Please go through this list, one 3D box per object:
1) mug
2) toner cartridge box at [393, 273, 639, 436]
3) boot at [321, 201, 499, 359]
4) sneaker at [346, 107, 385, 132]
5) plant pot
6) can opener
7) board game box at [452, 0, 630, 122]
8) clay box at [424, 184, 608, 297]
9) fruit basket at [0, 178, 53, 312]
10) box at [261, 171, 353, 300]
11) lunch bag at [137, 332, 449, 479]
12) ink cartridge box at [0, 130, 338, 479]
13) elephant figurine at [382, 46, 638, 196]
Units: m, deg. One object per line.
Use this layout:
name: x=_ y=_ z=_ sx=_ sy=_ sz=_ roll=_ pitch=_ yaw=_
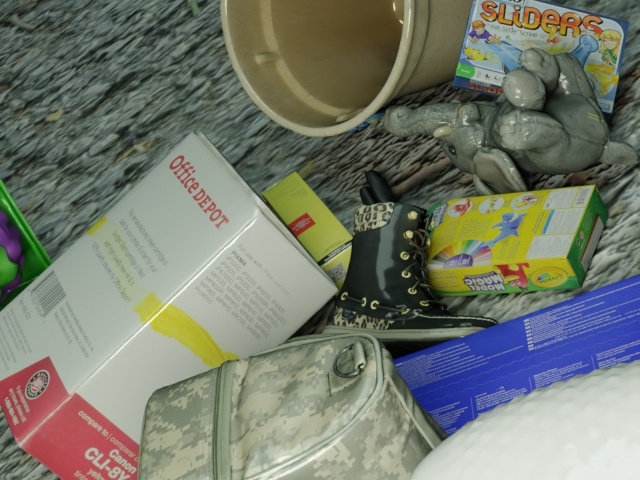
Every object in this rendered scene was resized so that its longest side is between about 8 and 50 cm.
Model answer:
mug: x=0.262 y=0.234 z=1.379 sx=0.328 sy=0.276 sz=0.374 roll=-12 pitch=1 yaw=17
toner cartridge box: x=0.219 y=0.153 z=1.692 sx=0.348 sy=0.075 sz=0.165 roll=-20 pitch=32 yaw=14
boot: x=0.108 y=0.043 z=1.866 sx=0.236 sy=0.085 sz=0.178 roll=-3 pitch=68 yaw=41
sneaker: x=0.047 y=-0.216 z=2.351 sx=0.067 sy=0.078 sz=0.188 roll=-22 pitch=32 yaw=12
plant pot: x=0.088 y=-0.319 z=2.217 sx=0.334 sy=0.333 sz=0.305 roll=4 pitch=11 yaw=42
can opener: x=0.084 y=-0.036 z=2.102 sx=0.059 sy=0.073 sz=0.186 roll=-66 pitch=25 yaw=14
board game box: x=0.279 y=-0.236 z=2.089 sx=0.201 sy=0.035 sz=0.136 roll=14 pitch=69 yaw=1
clay box: x=0.212 y=0.003 z=1.931 sx=0.222 sy=0.053 sz=0.127 roll=-6 pitch=40 yaw=35
fruit basket: x=-0.550 y=0.083 z=2.259 sx=0.392 sy=0.283 sz=0.392 roll=-28 pitch=14 yaw=7
box: x=0.000 y=0.000 z=2.075 sx=0.058 sy=0.087 sz=0.232 roll=-32 pitch=33 yaw=-4
lunch bag: x=0.012 y=0.240 z=1.525 sx=0.256 sy=0.305 sz=0.212 roll=-22 pitch=35 yaw=18
ink cartridge box: x=-0.201 y=0.087 z=1.970 sx=0.385 sy=0.160 sz=0.279 roll=-44 pitch=31 yaw=1
elephant figurine: x=0.225 y=-0.127 z=2.028 sx=0.169 sy=0.186 sz=0.239 roll=-10 pitch=-15 yaw=-38
